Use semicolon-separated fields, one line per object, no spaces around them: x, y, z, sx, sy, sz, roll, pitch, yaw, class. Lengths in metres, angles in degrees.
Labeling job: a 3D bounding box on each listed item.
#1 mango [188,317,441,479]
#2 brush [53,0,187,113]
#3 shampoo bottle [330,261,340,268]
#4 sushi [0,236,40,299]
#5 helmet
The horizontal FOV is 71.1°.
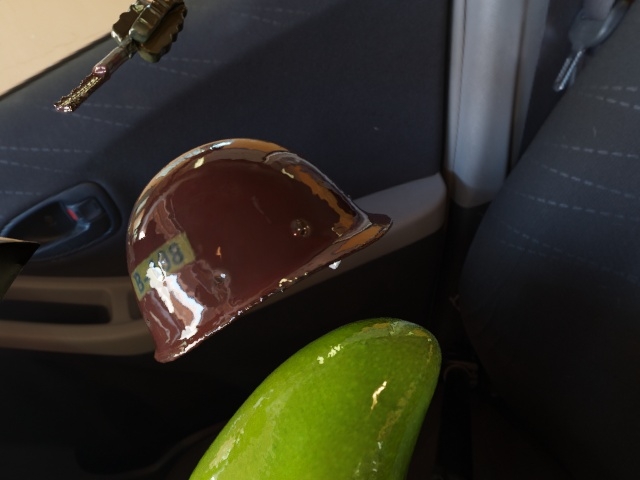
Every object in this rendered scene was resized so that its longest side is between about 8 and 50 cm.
-0.006;0.219;0.442;0.192;0.156;0.343;38;91;36;mango
-0.283;-0.271;0.648;0.084;0.071;0.301;1;50;17;brush
0.000;0.000;0.830;0.072;0.099;0.043;-63;4;4;shampoo bottle
-0.480;0.021;0.507;0.109;0.273;0.134;37;91;5;sushi
-0.121;-0.026;0.627;0.385;0.230;0.337;-30;3;38;helmet
